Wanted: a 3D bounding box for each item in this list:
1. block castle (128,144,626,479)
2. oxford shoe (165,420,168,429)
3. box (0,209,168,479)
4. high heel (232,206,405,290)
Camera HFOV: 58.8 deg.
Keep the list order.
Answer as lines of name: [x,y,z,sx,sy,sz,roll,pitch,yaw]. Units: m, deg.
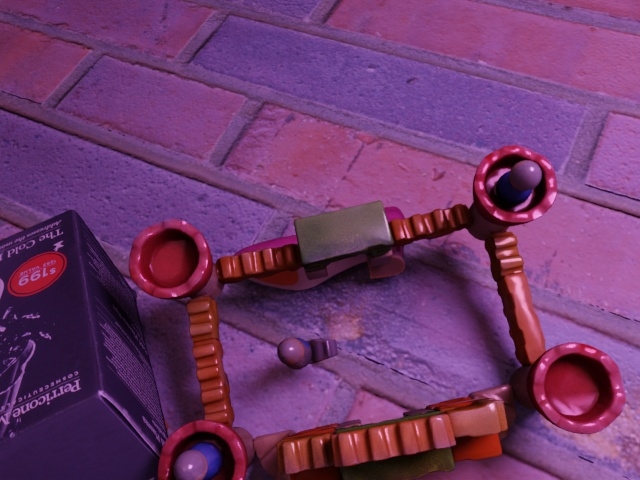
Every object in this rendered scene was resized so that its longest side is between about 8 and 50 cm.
block castle: [0.046,0.094,0.606,0.454,0.213,0.302,-12,76,0]
oxford shoe: [-0.230,0.302,0.657,0.076,0.076,0.212,33,61,-10]
box: [-0.375,0.176,0.629,0.343,0.178,0.312,-27,44,-9]
high heel: [0.000,0.000,0.800,0.244,0.082,0.117,-7,40,12]
